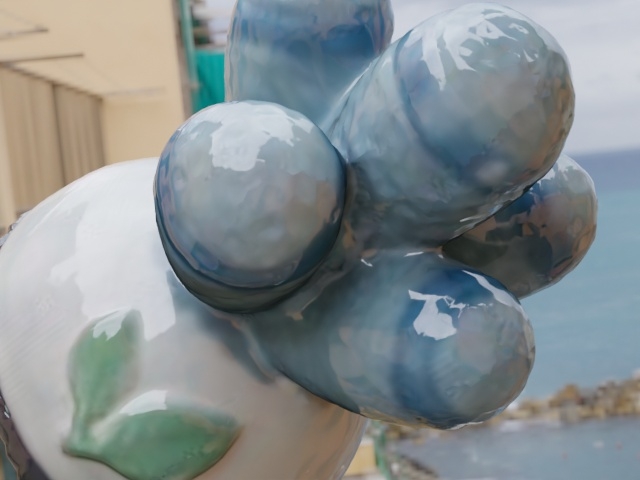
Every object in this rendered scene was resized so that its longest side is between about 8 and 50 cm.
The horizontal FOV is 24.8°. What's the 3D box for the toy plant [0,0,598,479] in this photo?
[{"bbox_3d":[0.000,0.000,0.712,0.247,0.247,0.332,-9,-22,-46],"label":"toy plant"}]
